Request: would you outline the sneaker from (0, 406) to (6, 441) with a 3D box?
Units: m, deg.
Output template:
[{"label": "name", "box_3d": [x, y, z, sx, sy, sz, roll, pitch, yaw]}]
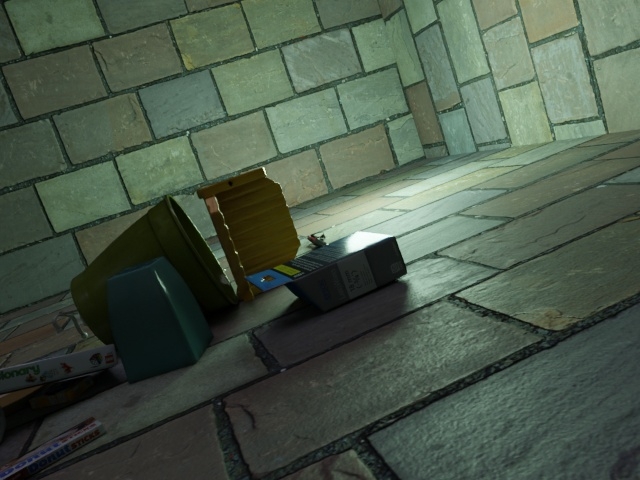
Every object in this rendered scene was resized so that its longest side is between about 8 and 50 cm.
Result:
[{"label": "sneaker", "box_3d": [-0.728, 0.397, 1.080, 0.153, 0.101, 0.268, -17, 12, -1]}]

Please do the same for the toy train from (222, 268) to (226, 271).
[{"label": "toy train", "box_3d": [-0.392, 0.155, 1.969, 0.125, 0.046, 0.166, -14, 14, 23]}]

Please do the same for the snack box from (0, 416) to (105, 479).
[{"label": "snack box", "box_3d": [-0.472, 0.369, 0.989, 0.178, 0.022, 0.064, -26, 13, -35]}]

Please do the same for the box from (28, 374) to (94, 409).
[{"label": "box", "box_3d": [-0.609, 0.354, 1.321, 0.136, 0.028, 0.081, -14, 11, 18]}]

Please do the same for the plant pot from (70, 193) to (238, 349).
[{"label": "plant pot", "box_3d": [-0.477, 0.117, 1.587, 0.353, 0.366, 0.366, -32, 11, -5]}]

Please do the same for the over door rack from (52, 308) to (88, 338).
[{"label": "over door rack", "box_3d": [-0.674, 0.245, 1.878, 0.240, 0.108, 0.324, -14, -3, 17]}]

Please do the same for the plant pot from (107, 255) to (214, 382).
[{"label": "plant pot", "box_3d": [-0.378, 0.168, 1.299, 0.166, 0.234, 0.165, -17, 10, 7]}]

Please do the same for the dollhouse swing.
[{"label": "dollhouse swing", "box_3d": [-0.173, -0.025, 1.631, 0.315, 0.346, 0.305, -23, 10, -24]}]

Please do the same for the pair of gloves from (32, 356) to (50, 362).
[{"label": "pair of gloves", "box_3d": [-0.886, 0.395, 1.641, 0.198, 0.023, 0.159, -18, 9, 1]}]

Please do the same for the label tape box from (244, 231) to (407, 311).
[{"label": "label tape box", "box_3d": [0.005, 0.088, 1.384, 0.334, 0.105, 0.241, -23, 10, -15]}]

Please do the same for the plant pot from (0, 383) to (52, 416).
[{"label": "plant pot", "box_3d": [-0.770, 0.393, 1.404, 0.236, 0.032, 0.236, -19, 9, 3]}]

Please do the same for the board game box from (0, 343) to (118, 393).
[{"label": "board game box", "box_3d": [-0.632, 0.300, 1.281, 0.305, 0.053, 0.193, -9, -10, -30]}]

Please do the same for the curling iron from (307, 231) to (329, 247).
[{"label": "curling iron", "box_3d": [0.000, 0.000, 2.091, 0.068, 0.035, 0.274, -20, 9, -6]}]
